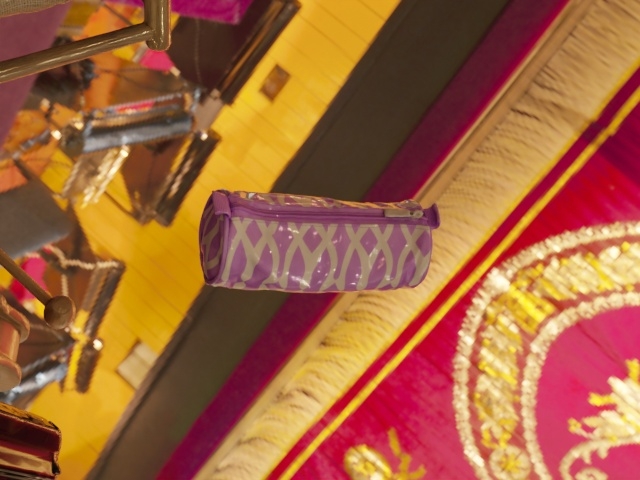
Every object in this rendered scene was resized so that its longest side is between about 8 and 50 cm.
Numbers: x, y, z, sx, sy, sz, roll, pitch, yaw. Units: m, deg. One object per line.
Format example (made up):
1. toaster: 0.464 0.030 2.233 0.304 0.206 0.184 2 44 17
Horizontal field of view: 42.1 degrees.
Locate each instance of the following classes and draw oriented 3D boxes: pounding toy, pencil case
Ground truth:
1. pounding toy: -0.438 0.091 1.019 0.154 0.270 0.154 116 -23 -59
2. pencil case: 0.000 0.000 0.702 0.206 0.086 0.088 0 151 -24

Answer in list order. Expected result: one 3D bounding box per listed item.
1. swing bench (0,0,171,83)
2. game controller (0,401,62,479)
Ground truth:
1. swing bench: -0.209 -0.217 0.463 0.253 0.165 0.254 -28 162 -33
2. game controller: -0.338 0.221 0.749 0.166 0.067 0.319 -55 162 -13
